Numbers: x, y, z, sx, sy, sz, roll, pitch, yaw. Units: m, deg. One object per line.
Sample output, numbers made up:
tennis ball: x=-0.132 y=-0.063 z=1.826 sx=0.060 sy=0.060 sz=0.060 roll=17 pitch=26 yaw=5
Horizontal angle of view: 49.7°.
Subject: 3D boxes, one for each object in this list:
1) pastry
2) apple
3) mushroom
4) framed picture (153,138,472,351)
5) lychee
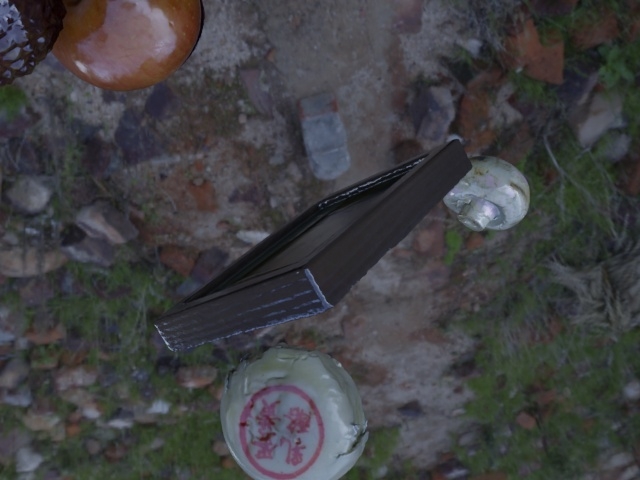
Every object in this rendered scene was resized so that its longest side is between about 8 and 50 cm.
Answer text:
pastry: x=-0.049 y=0.298 z=1.173 sx=0.264 sy=0.265 sz=0.133 roll=-26 pitch=167 yaw=17
apple: x=-0.320 y=-0.364 z=1.068 sx=0.251 sy=0.272 sz=0.206 roll=-24 pitch=167 yaw=13
mushroom: x=0.157 y=-0.042 z=0.662 sx=0.083 sy=0.067 sz=0.083 roll=28 pitch=163 yaw=10
framed picture: x=0.000 y=0.000 z=0.399 sx=0.127 sy=0.023 sz=0.168 roll=-20 pitch=-167 yaw=42
lychee: x=-0.457 y=-0.298 z=0.887 sx=0.271 sy=0.236 sz=0.235 roll=-41 pitch=139 yaw=25
